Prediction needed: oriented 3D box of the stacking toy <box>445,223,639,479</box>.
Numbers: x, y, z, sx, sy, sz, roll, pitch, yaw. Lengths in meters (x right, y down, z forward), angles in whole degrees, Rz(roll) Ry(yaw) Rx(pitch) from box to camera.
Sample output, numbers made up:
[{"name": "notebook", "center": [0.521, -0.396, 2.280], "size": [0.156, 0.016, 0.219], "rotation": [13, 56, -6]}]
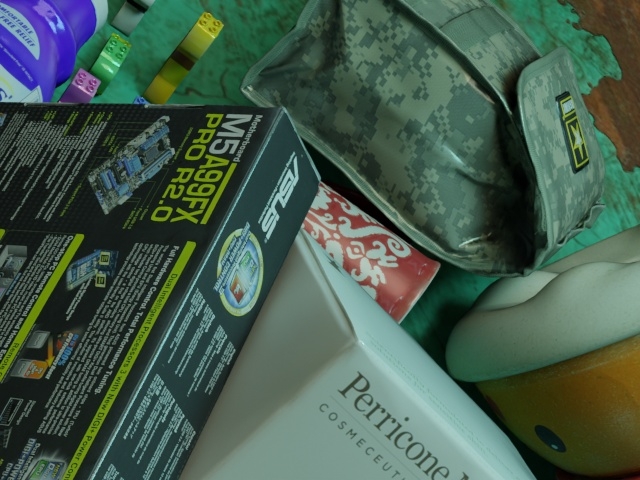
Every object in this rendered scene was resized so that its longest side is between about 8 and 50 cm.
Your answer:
[{"name": "stacking toy", "center": [0.338, 0.210, 1.254], "size": [0.350, 0.350, 0.480], "rotation": [-24, 91, -45]}]

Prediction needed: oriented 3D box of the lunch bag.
[{"name": "lunch bag", "center": [0.114, -0.104, 1.314], "size": [0.287, 0.169, 0.235], "rotation": [42, 23, 6]}]

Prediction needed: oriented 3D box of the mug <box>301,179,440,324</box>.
[{"name": "mug", "center": [-0.006, 0.008, 1.258], "size": [0.169, 0.113, 0.150], "rotation": [38, 9, -1]}]

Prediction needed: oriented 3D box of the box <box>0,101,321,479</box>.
[{"name": "box", "center": [-0.147, 0.045, 0.789], "size": [0.270, 0.216, 0.060], "rotation": [-66, 146, -35]}]

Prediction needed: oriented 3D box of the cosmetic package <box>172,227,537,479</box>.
[{"name": "cosmetic package", "center": [-0.068, 0.197, 0.829], "size": [0.197, 0.365, 0.155], "rotation": [43, 8, -23]}]

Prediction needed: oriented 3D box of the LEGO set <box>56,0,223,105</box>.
[{"name": "LEGO set", "center": [-0.134, -0.145, 1.267], "size": [0.087, 0.093, 0.227], "rotation": [34, 44, -12]}]

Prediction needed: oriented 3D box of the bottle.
[{"name": "bottle", "center": [-0.255, -0.118, 1.156], "size": [0.118, 0.092, 0.283], "rotation": [40, 43, 0]}]
